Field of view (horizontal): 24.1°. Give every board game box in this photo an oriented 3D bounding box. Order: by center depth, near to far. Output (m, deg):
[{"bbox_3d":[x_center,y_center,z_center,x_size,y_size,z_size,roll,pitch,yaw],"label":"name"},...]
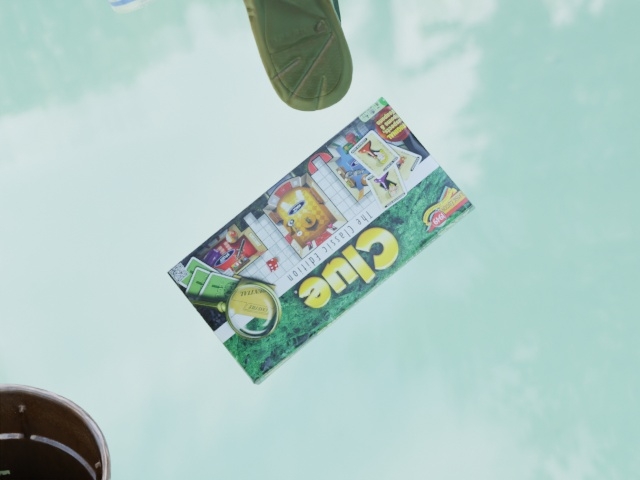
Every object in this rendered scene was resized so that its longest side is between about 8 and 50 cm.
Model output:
[{"bbox_3d":[0.000,0.000,1.380,0.259,0.136,0.030,-40,-8,1],"label":"board game box"}]

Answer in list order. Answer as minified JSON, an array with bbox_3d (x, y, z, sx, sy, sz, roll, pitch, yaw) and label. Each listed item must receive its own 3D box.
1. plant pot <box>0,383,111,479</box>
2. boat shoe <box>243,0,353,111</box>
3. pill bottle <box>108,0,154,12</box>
[{"bbox_3d":[-0.208,0.209,0.976,0.167,0.165,0.167,-2,42,2],"label":"plant pot"},{"bbox_3d":[-0.032,-0.202,1.051,0.080,0.223,0.073,-17,21,-1],"label":"boat shoe"},{"bbox_3d":[-0.178,-0.272,1.285,0.078,0.137,0.078,-24,26,13],"label":"pill bottle"}]
